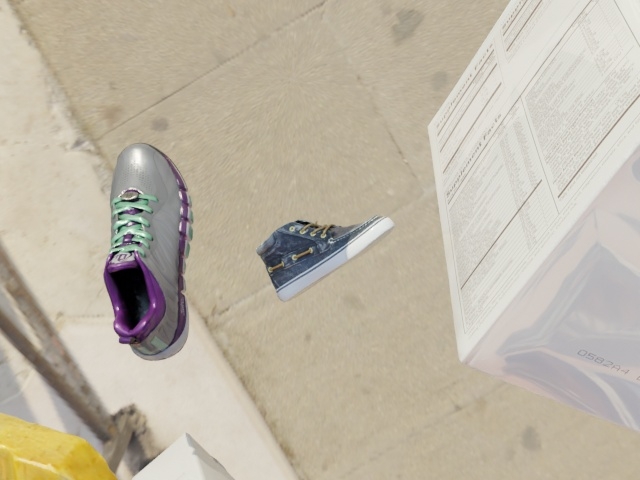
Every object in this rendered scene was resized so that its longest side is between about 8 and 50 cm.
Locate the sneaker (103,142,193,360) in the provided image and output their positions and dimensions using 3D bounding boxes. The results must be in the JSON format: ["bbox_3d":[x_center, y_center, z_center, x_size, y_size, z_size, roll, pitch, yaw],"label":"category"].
[{"bbox_3d":[-0.170,0.000,0.951,0.083,0.098,0.224,-12,73,8],"label":"sneaker"}]

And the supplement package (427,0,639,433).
[{"bbox_3d":[0.207,-0.043,0.616,0.199,0.263,0.198,22,124,-15],"label":"supplement package"}]

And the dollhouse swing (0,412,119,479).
[{"bbox_3d":[-0.269,0.273,0.445,0.346,0.305,0.315,14,122,14],"label":"dollhouse swing"}]

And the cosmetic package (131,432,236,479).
[{"bbox_3d":[-0.105,0.295,0.949,0.085,0.231,0.117,-41,112,-4],"label":"cosmetic package"}]

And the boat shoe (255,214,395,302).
[{"bbox_3d":[0.000,0.000,1.211,0.183,0.065,0.083,-33,84,26],"label":"boat shoe"}]
